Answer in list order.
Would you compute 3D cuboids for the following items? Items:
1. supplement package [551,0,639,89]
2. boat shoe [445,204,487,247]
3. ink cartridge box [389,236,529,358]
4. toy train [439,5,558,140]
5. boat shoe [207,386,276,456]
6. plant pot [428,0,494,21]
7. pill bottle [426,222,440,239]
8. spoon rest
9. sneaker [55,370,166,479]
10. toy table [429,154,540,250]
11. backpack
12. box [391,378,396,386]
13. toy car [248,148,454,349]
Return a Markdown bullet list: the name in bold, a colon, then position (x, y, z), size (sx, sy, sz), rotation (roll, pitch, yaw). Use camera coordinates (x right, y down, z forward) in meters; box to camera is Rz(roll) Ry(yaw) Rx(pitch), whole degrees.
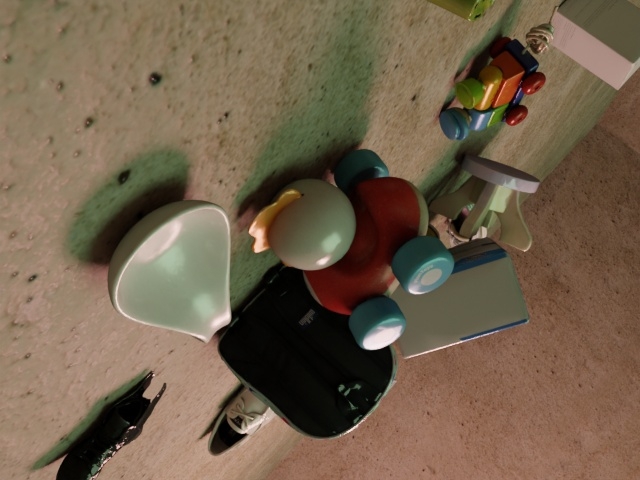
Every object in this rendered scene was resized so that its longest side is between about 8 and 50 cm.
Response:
- **supplement package**: position (0.549, -0.400, 1.301), size (0.105, 0.179, 0.105), rotation (-46, 164, -8)
- **boat shoe**: position (0.411, -0.051, 1.916), size (0.103, 0.118, 0.320), rotation (-36, 157, -20)
- **ink cartridge box**: position (0.311, 0.122, 1.607), size (0.286, 0.166, 0.395), rotation (-19, -178, 10)
- **toy train**: position (0.279, -0.264, 1.082), size (0.143, 0.105, 0.248), rotation (-29, 160, -16)
- **boat shoe**: position (-0.160, 0.367, 1.423), size (0.267, 0.096, 0.088), rotation (-48, 172, 32)
- **plant pot**: position (0.143, -0.272, 0.702), size (0.083, 0.079, 0.083), rotation (-43, 163, -17)
- **pill bottle**: position (0.238, 0.012, 1.677), size (0.116, 0.065, 0.065), rotation (-42, 163, -19)
- **spoon rest**: position (-0.140, 0.047, 0.701), size (0.137, 0.084, 0.276), rotation (-44, 165, -16)
- **sneaker**: position (-0.280, 0.255, 0.899), size (0.170, 0.051, 0.089), rotation (-39, 163, -45)
- **toy table**: position (0.392, -0.096, 1.563), size (0.274, 0.252, 0.160), rotation (-3, 117, -52)
- **backpack**: position (-0.007, 0.182, 1.070), size (0.225, 0.253, 0.191), rotation (-48, 165, -4)
- **box**: position (0.005, 0.255, 1.309), size (0.142, 0.163, 0.247), rotation (-53, 141, 11)
- **toy car**: position (0.000, 0.000, 0.858), size (0.238, 0.219, 0.210), rotation (8, 129, -36)
